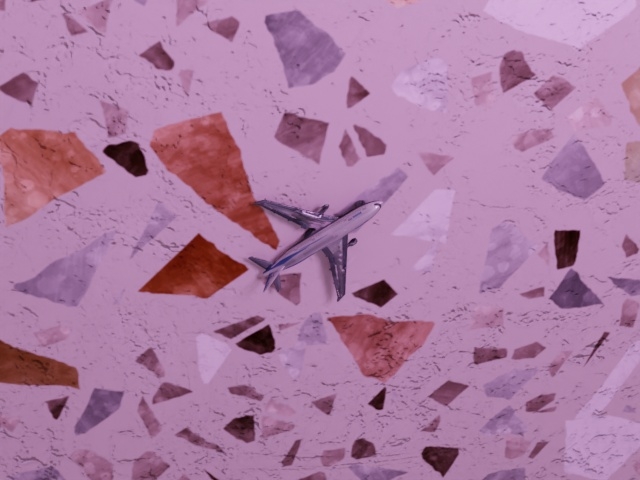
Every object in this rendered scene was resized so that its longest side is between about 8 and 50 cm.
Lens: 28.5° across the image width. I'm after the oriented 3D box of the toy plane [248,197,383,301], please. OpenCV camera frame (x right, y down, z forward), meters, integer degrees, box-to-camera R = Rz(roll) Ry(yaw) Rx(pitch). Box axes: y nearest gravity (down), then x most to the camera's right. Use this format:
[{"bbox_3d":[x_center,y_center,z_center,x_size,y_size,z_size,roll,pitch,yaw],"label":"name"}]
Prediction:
[{"bbox_3d":[-0.002,-0.001,1.915,0.226,0.058,0.226,-37,119,6],"label":"toy plane"}]
